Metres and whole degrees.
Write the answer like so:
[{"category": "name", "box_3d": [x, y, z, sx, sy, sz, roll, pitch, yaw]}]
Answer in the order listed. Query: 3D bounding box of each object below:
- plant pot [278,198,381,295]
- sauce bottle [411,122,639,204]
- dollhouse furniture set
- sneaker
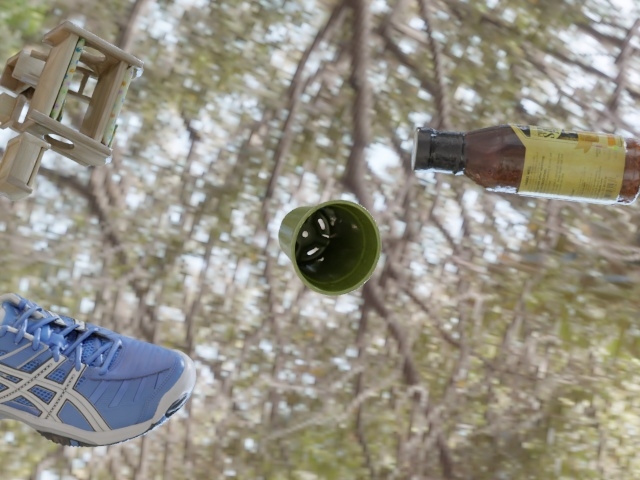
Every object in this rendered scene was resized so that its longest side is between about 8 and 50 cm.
[{"category": "plant pot", "box_3d": [0.000, 0.000, 1.352, 0.079, 0.083, 0.083, 24, -84, 67]}, {"category": "sauce bottle", "box_3d": [0.116, -0.045, 0.877, 0.128, 0.042, 0.042, 6, -98, -4]}, {"category": "dollhouse furniture set", "box_3d": [-0.277, -0.104, 1.583, 0.161, 0.101, 0.182, -15, -127, 55]}, {"category": "sneaker", "box_3d": [-0.190, 0.085, 1.058, 0.211, 0.081, 0.080, 3, -135, 9]}]
